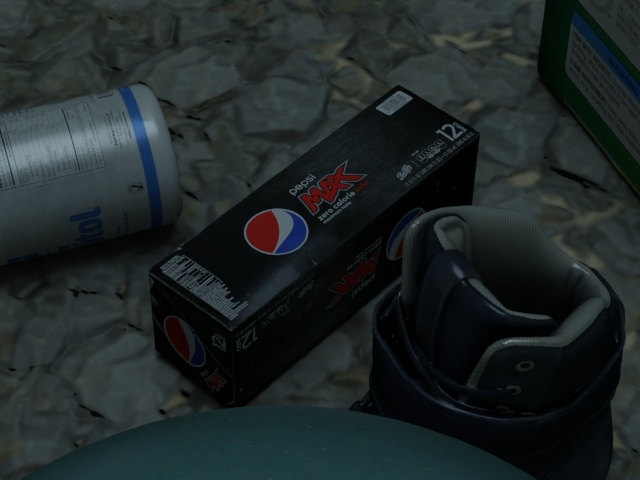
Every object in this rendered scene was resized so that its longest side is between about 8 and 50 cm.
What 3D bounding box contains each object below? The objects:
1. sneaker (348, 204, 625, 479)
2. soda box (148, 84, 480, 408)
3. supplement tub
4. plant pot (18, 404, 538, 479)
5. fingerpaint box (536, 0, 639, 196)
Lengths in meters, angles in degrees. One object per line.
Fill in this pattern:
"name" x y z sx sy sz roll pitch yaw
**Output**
"sneaker" 0.013 0.075 0.564 0.226 0.163 0.086 -23 52 -18
"soda box" 0.000 0.000 0.703 0.053 0.060 0.169 35 55 27
"supplement tub" -0.124 -0.030 0.726 0.107 0.071 0.071 -15 48 -12
"plant pot" -0.017 0.168 0.379 0.293 0.196 0.293 -2 70 7
"fingerpaint box" 0.368 -0.050 0.676 0.371 0.163 0.445 -17 49 -15
